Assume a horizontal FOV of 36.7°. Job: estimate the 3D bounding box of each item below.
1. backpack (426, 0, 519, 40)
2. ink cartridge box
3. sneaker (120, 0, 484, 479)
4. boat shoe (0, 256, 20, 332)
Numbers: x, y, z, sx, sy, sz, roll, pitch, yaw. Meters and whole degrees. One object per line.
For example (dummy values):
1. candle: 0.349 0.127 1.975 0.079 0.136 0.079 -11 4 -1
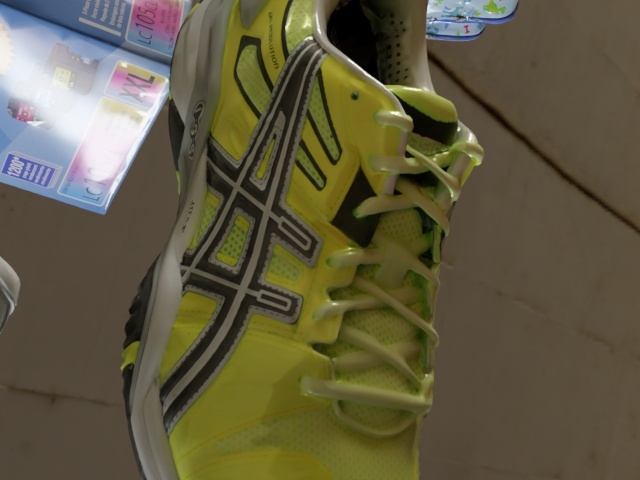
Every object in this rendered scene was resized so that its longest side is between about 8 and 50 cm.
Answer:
1. backpack: 0.126 -0.234 0.873 0.084 0.114 0.105 90 -174 -48
2. ink cartridge box: -0.378 -0.214 1.075 0.395 0.270 0.151 19 -134 -20
3. sneaker: 0.000 0.000 0.470 0.145 0.147 0.384 15 -121 -38
4. boat shoe: -0.257 0.009 0.577 0.184 0.066 0.063 58 -151 -46
